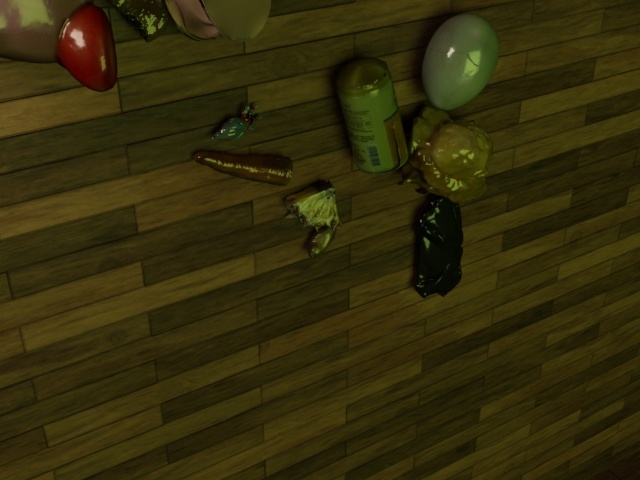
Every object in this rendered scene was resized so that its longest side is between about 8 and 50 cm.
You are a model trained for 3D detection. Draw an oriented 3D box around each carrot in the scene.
[{"bbox_3d":[-0.155,-0.149,1.633,0.209,0.061,0.061,6,113,-33],"label":"carrot"}]

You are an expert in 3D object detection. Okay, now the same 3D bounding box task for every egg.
[{"bbox_3d":[0.293,-0.376,1.754,0.151,0.151,0.209,9,111,-39],"label":"egg"}]

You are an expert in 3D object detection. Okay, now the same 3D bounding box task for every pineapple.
[{"bbox_3d":[-0.009,-0.077,1.770,0.137,0.069,0.116,17,106,-40],"label":"pineapple"}]

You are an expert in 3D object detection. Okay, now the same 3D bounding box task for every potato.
[{"bbox_3d":[0.000,0.000,1.839,0.092,0.046,0.045,-56,147,-9],"label":"potato"}]

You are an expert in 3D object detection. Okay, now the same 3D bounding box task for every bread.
[{"bbox_3d":[-0.297,-0.392,1.374,0.082,0.060,0.113,-45,135,-5],"label":"bread"}]

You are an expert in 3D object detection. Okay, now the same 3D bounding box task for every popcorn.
[{"bbox_3d":[0.291,-0.184,1.847,0.253,0.190,0.191,11,102,-36],"label":"popcorn"}]

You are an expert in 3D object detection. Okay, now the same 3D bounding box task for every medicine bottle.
[{"bbox_3d":[0.106,-0.262,1.709,0.124,0.124,0.239,-30,130,-18],"label":"medicine bottle"}]

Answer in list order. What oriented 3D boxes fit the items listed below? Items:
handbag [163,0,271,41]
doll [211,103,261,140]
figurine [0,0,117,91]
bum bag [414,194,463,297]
[{"bbox_3d":[-0.175,-0.425,1.373,0.179,0.116,0.205,-57,138,-28],"label":"handbag"},{"bbox_3d":[-0.161,-0.219,1.594,0.114,0.039,0.057,-38,175,-23],"label":"doll"},{"bbox_3d":[-0.422,-0.359,1.193,0.261,0.269,0.211,10,103,-28],"label":"figurine"},{"bbox_3d":[0.295,0.023,2.046,0.142,0.079,0.326,-26,128,-26],"label":"bum bag"}]
